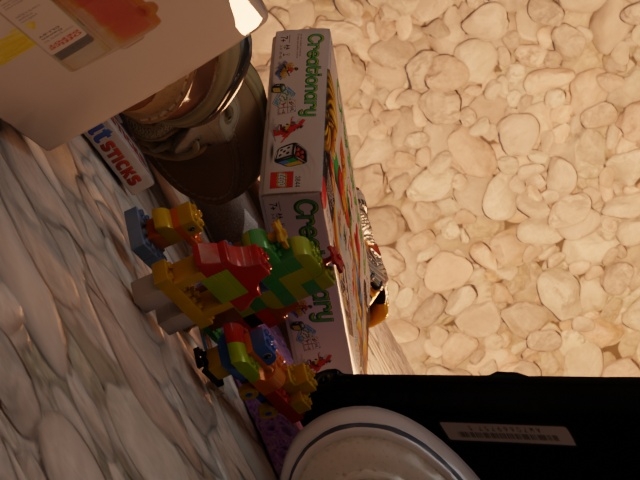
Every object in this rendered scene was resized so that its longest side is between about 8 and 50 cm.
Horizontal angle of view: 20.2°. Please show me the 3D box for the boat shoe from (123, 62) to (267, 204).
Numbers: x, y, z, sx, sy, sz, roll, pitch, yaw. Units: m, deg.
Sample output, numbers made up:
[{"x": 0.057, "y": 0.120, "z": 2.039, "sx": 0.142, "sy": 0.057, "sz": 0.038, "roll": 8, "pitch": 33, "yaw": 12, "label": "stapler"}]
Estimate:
[{"x": -0.126, "y": -0.118, "z": 1.372, "sx": 0.341, "sy": 0.122, "sz": 0.110, "roll": 68, "pitch": 32, "yaw": -54, "label": "boat shoe"}]

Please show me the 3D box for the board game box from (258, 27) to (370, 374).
[{"x": 0.000, "y": 0.000, "z": 1.508, "sx": 0.305, "sy": 0.053, "sz": 0.193, "roll": 80, "pitch": 10, "yaw": -46, "label": "board game box"}]

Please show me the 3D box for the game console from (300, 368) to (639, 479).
[{"x": 0.199, "y": 0.210, "z": 1.229, "sx": 0.387, "sy": 0.060, "sz": 0.342, "roll": -4, "pitch": -52, "yaw": 43, "label": "game console"}]

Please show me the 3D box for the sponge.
[{"x": -0.027, "y": 0.129, "z": 1.349, "sx": 0.210, "sy": 0.031, "sz": 0.117, "roll": 64, "pitch": 5, "yaw": 35, "label": "sponge"}]

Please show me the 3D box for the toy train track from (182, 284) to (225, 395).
[{"x": -0.082, "y": 0.067, "z": 1.205, "sx": 0.048, "sy": 0.014, "sz": 0.083, "roll": 43, "pitch": 25, "yaw": -60, "label": "toy train track"}]

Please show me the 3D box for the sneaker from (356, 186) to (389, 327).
[{"x": 0.028, "y": 0.019, "z": 1.775, "sx": 0.092, "sy": 0.088, "sz": 0.225, "roll": 65, "pitch": 5, "yaw": 27, "label": "sneaker"}]

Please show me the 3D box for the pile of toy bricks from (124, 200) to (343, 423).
[{"x": -0.037, "y": 0.029, "z": 1.179, "sx": 0.212, "sy": 0.105, "sz": 0.118, "roll": 50, "pitch": 20, "yaw": -52, "label": "pile of toy bricks"}]

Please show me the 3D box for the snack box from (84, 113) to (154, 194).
[{"x": -0.168, "y": -0.105, "z": 1.235, "sx": 0.178, "sy": 0.022, "sz": 0.064, "roll": 57, "pitch": 7, "yaw": -50, "label": "snack box"}]

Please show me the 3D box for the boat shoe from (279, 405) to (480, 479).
[{"x": 0.072, "y": 0.275, "z": 1.000, "sx": 0.156, "sy": 0.136, "sz": 0.367, "roll": -81, "pitch": 152, "yaw": -79, "label": "boat shoe"}]

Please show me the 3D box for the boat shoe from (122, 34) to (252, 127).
[{"x": -0.173, "y": -0.204, "z": 1.125, "sx": 0.324, "sy": 0.122, "sz": 0.120, "roll": 50, "pitch": 31, "yaw": 20, "label": "boat shoe"}]

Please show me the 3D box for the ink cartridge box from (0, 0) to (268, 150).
[{"x": -0.184, "y": -0.234, "z": 0.874, "sx": 0.279, "sy": 0.160, "sz": 0.384, "roll": 62, "pitch": 4, "yaw": 13, "label": "ink cartridge box"}]

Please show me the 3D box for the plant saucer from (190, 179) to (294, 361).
[{"x": -0.054, "y": 0.014, "z": 1.744, "sx": 0.310, "sy": 0.050, "sz": 0.310, "roll": 62, "pitch": 3, "yaw": -5, "label": "plant saucer"}]
